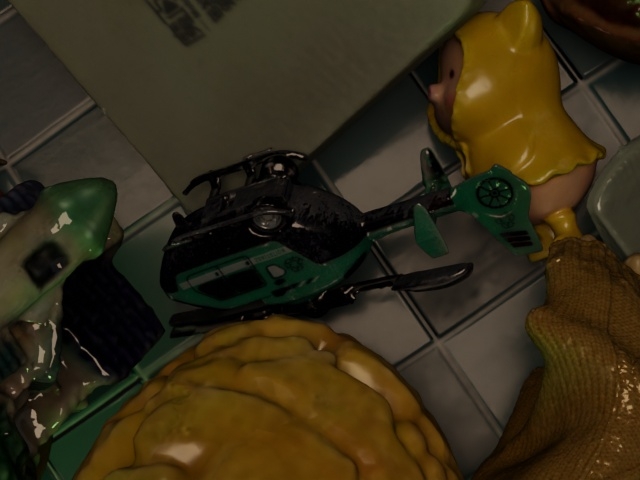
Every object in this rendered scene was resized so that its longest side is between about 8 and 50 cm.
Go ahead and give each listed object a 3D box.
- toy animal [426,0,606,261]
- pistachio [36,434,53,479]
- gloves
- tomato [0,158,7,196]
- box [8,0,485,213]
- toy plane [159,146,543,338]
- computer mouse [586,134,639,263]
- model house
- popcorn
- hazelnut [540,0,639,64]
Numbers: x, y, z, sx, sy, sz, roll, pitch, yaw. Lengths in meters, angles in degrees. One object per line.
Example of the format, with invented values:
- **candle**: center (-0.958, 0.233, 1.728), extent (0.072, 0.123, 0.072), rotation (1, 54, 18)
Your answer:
- **toy animal**: center (0.178, -0.096, 1.450), extent (0.156, 0.156, 0.230), rotation (-17, 87, 4)
- **pistachio**: center (-0.313, 0.192, 1.494), extent (0.100, 0.110, 0.189), rotation (24, 88, 39)
- **gloves**: center (0.213, 0.157, 1.302), extent (0.155, 0.203, 0.356), rotation (18, 60, 2)
- **tomato**: center (-0.441, 0.006, 1.491), extent (0.309, 0.170, 0.309), rotation (-1, 83, 6)
- **box**: center (-0.084, -0.249, 1.446), extent (0.373, 0.090, 0.367), rotation (-40, 89, 28)
- **toy plane**: center (0.000, 0.000, 1.419), extent (0.381, 0.106, 0.155), rotation (-18, 122, 19)
- **computer mouse**: center (0.325, 0.008, 1.443), extent (0.128, 0.079, 0.231), rotation (-37, 101, -15)
- **model house**: center (-0.257, 0.074, 1.321), extent (0.243, 0.298, 0.284), rotation (45, 73, -5)
- **popcorn**: center (-0.047, 0.260, 1.340), extent (0.344, 0.354, 0.390), rotation (20, 91, 18)
- **hazelnut**: center (0.288, -0.243, 1.443), extent (0.201, 0.160, 0.170), rotation (20, 61, 11)
